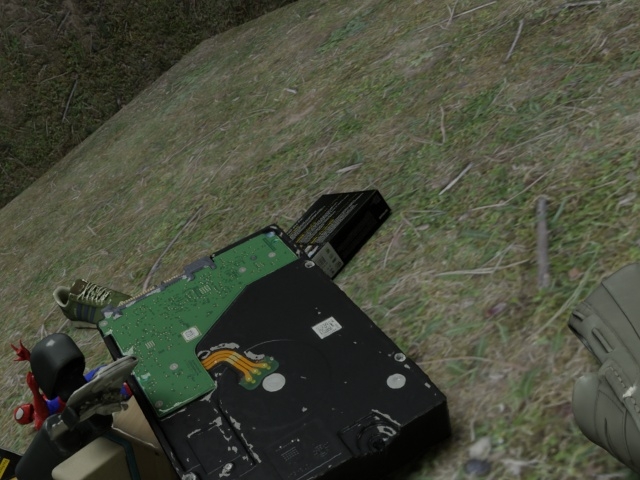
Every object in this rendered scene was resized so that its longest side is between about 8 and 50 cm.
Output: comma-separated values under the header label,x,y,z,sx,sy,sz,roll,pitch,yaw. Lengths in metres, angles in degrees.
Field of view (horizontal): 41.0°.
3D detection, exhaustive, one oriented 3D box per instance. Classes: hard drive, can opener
label,x,y,z,sx,sy,sz,roll,pitch,yaw
hard drive,-0.063,0.130,0.853,0.237,0.064,0.339,-28,41,-17
can opener,-0.251,0.173,0.852,0.074,0.093,0.280,-30,-17,-40

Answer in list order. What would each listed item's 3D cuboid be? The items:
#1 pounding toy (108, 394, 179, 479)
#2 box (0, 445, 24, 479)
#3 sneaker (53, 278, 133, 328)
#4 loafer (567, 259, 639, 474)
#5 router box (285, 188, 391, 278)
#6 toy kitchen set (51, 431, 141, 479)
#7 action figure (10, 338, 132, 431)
label,x,y,z,sx,sy,sz,roll,pitch,yaw
pounding toy,-0.144,0.196,0.936,0.100,0.130,0.141,17,46,17
box,-0.451,0.338,0.925,0.079,0.257,0.322,-61,12,27
sneaker,-0.413,0.108,1.534,0.192,0.086,0.064,-11,32,44
loafer,0.237,0.122,0.597,0.111,0.112,0.319,-32,15,21
router box,0.000,0.000,1.230,0.179,0.046,0.133,-47,25,-27
toy kitchen set,-0.238,0.257,0.880,0.207,0.166,0.122,4,22,42
action figure,-0.366,0.192,1.252,0.280,0.139,0.091,-28,22,23
